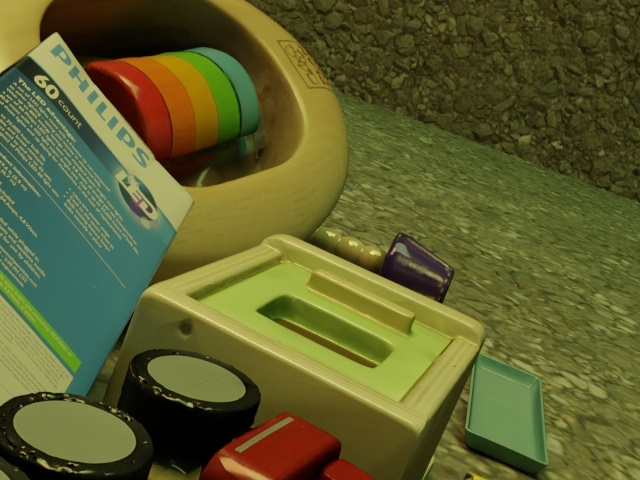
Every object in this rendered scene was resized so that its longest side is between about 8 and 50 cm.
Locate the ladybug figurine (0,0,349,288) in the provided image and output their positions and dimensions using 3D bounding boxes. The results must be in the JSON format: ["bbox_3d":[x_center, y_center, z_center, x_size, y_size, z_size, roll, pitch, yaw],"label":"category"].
[{"bbox_3d":[-0.147,-0.087,0.821,0.449,0.162,0.305,-18,72,-54],"label":"ladybug figurine"}]

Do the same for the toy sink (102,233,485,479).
[{"bbox_3d":[-0.002,0.086,0.578,0.153,0.131,0.234,26,15,15],"label":"toy sink"}]

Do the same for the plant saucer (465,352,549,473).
[{"bbox_3d":[0.153,0.140,0.826,0.067,0.018,0.192,22,14,6],"label":"plant saucer"}]

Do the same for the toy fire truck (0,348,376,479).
[{"bbox_3d":[-0.010,0.133,0.324,0.246,0.158,0.217,24,14,21],"label":"toy fire truck"}]

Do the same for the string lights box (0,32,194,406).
[{"bbox_3d":[-0.160,0.006,0.495,0.133,0.077,0.259,52,24,-18],"label":"string lights box"}]

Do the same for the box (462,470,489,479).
[{"bbox_3d":[0.159,0.235,0.380,0.257,0.079,0.322,24,15,4],"label":"box"}]

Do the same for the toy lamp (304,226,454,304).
[{"bbox_3d":[0.000,0.000,1.006,0.275,0.080,0.080,23,15,11],"label":"toy lamp"}]
